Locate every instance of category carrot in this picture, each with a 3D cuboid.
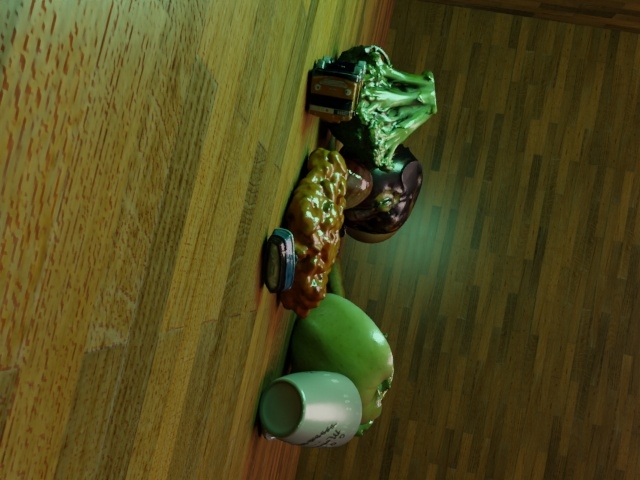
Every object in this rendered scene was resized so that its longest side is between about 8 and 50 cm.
[{"bbox_3d":[0.047,0.131,1.585,0.298,0.078,0.078,-103,-162,-58],"label":"carrot"}]

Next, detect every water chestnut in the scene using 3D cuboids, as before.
[{"bbox_3d":[0.149,-0.189,1.531,0.347,0.335,0.335,44,-42,41],"label":"water chestnut"}]

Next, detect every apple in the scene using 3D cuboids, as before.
[{"bbox_3d":[0.056,0.361,1.463,0.320,0.360,0.311,-50,139,-2],"label":"apple"}]

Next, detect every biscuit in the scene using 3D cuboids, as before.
[{"bbox_3d":[-0.009,-0.021,1.092,0.318,0.110,0.312,95,10,-49],"label":"biscuit"}]

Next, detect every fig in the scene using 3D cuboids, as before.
[{"bbox_3d":[0.030,-0.136,1.299,0.143,0.231,0.160,61,28,6],"label":"fig"}]

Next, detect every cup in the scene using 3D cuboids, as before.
[{"bbox_3d":[-0.060,0.435,1.191,0.234,0.258,0.186,27,33,-53],"label":"cup"}]

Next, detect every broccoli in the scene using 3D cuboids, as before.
[{"bbox_3d":[0.156,-0.340,1.243,0.304,0.283,0.321,-53,134,-73],"label":"broccoli"}]

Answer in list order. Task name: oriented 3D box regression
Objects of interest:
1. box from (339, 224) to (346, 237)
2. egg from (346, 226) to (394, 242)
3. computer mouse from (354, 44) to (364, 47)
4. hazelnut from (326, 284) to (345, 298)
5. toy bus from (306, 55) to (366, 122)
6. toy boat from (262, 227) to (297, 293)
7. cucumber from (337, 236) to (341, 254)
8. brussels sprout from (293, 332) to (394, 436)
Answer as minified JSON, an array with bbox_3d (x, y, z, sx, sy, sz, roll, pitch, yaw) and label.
[{"bbox_3d":[0.057,-0.055,1.774,0.122,0.069,0.084,152,-57,-87],"label":"box"},{"bbox_3d":[0.211,-0.162,1.982,0.301,0.301,0.374,95,7,-49],"label":"egg"},{"bbox_3d":[0.147,-0.505,1.633,0.389,0.115,0.199,78,28,-74],"label":"computer mouse"},{"bbox_3d":[0.011,0.192,1.688,0.150,0.150,0.150,12,90,-84],"label":"hazelnut"},{"bbox_3d":[0.036,-0.317,1.001,0.201,0.098,0.114,-70,170,-63],"label":"toy bus"},{"bbox_3d":[-0.069,0.039,0.862,0.061,0.060,0.137,-37,140,-48],"label":"toy boat"},{"bbox_3d":[0.055,0.007,2.004,0.067,0.067,0.293,94,9,-52],"label":"cucumber"},{"bbox_3d":[0.078,0.490,1.803,0.425,0.342,0.361,-61,-179,-8],"label":"brussels sprout"}]
